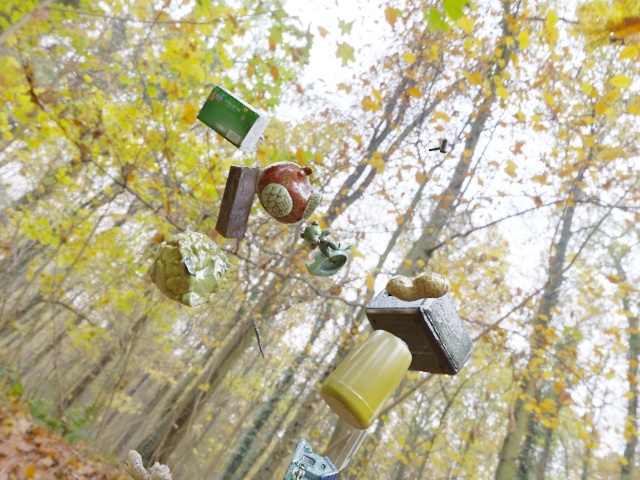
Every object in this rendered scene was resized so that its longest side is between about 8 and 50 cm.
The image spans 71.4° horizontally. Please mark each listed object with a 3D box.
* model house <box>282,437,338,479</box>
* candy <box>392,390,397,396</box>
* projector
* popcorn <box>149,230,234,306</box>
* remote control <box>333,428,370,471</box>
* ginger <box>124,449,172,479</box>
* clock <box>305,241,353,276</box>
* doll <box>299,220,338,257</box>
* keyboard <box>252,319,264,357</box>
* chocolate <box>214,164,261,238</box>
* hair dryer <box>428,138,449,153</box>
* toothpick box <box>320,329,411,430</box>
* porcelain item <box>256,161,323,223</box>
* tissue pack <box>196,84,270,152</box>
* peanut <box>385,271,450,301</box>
[{"bbox_3d":[-0.014,0.553,1.000,0.149,0.148,0.119,22,-72,6],"label":"model house"},{"bbox_3d":[0.223,0.507,1.647,0.062,0.097,0.194,20,-53,49],"label":"candy"},{"bbox_3d":[0.474,0.437,2.171,0.395,0.242,0.405,-13,-68,51],"label":"projector"},{"bbox_3d":[-0.449,0.107,1.540,0.237,0.292,0.293,-24,-61,19],"label":"popcorn"},{"bbox_3d":[0.135,0.875,1.886,0.049,0.230,0.090,33,10,26],"label":"remote control"},{"bbox_3d":[-0.646,0.870,1.675,0.214,0.133,0.058,40,-48,30],"label":"ginger"},{"bbox_3d":[0.048,0.075,1.923,0.159,0.065,0.211,11,-47,-44],"label":"clock"},{"bbox_3d":[0.000,0.000,1.695,0.150,0.077,0.115,39,-72,-15],"label":"doll"},{"bbox_3d":[-0.279,0.447,2.019,0.060,0.018,0.195,-124,-159,-56],"label":"keyboard"},{"bbox_3d":[-0.351,-0.171,1.871,0.112,0.112,0.320,27,-74,41],"label":"chocolate"},{"bbox_3d":[0.410,-0.323,1.553,0.026,0.047,0.083,26,-15,-29],"label":"hair dryer"},{"bbox_3d":[0.144,0.396,1.310,0.175,0.271,0.175,34,-29,22],"label":"toothpick box"},{"bbox_3d":[-0.107,-0.189,1.648,0.253,0.253,0.252,23,-36,18],"label":"porcelain item"},{"bbox_3d":[-0.308,-0.440,1.632,0.209,0.156,0.148,36,-77,11],"label":"tissue pack"},{"bbox_3d":[0.347,0.166,1.592,0.230,0.098,0.103,-8,-83,6],"label":"peanut"}]
